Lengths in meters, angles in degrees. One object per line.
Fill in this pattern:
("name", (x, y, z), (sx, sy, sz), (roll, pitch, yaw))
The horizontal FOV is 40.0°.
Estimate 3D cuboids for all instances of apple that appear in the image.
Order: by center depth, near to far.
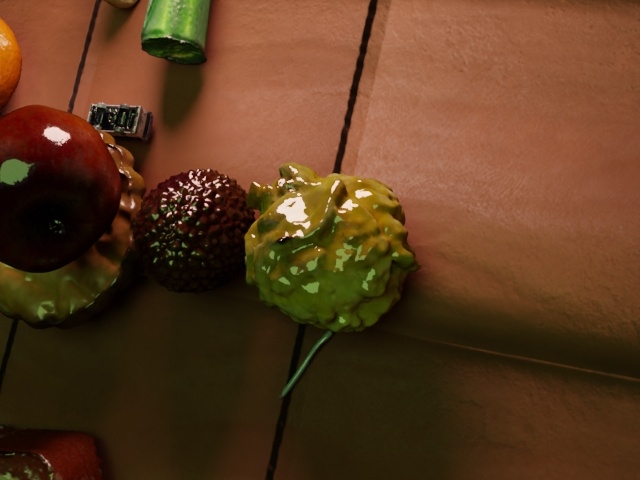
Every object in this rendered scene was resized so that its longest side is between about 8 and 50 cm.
("apple", (-0.391, -0.080, 1.231), (0.233, 0.234, 0.234), (-4, 78, 20))

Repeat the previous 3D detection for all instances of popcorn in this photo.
("popcorn", (0.000, 0.000, 1.180), (0.233, 0.192, 0.266), (-43, 66, 7))

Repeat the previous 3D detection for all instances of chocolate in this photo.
("chocolate", (-0.215, -0.433, 1.405), (0.110, 0.110, 0.291), (3, 77, 21))

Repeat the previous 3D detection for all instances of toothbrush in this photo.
("toothbrush", (0.000, 0.150, 1.248), (0.019, 0.013, 0.193), (40, 94, 15))

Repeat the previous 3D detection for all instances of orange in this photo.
("orange", (-0.619, -0.304, 1.487), (0.224, 0.170, 0.224), (-4, 80, 21))

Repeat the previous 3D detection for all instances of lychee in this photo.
("lychee", (-0.188, -0.014, 1.264), (0.188, 0.188, 0.188), (-4, 78, 20))

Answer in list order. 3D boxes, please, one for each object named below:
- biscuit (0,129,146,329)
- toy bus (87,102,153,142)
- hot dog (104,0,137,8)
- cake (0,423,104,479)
("biscuit", (-0.400, -0.019, 1.384), (0.325, 0.107, 0.326), (-6, 75, 22))
("toy bus", (-0.320, -0.188, 1.412), (0.102, 0.058, 0.052), (6, 81, 27))
("hot dog", (-0.307, -0.505, 1.459), (0.073, 0.084, 0.243), (26, 90, 22))
("cake", (-0.460, 0.378, 1.305), (0.282, 0.151, 0.177), (-2, 91, 20))
